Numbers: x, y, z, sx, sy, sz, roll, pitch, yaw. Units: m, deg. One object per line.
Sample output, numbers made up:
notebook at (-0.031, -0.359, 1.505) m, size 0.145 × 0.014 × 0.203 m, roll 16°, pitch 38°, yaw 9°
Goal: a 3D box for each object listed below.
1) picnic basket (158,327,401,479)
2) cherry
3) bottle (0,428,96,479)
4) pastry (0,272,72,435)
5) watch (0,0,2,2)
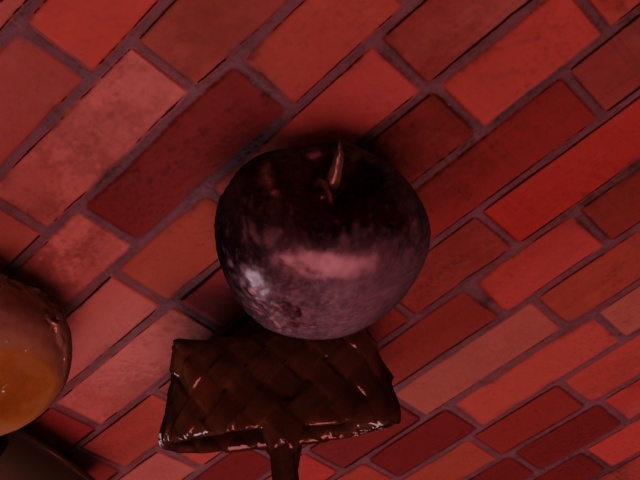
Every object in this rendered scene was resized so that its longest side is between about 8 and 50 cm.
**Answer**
picnic basket at (-0.050, 0.291, 1.223) m, size 0.337 × 0.337 × 0.293 m, roll -6°, pitch 163°, yaw -3°
cherry at (0.000, 0.000, 1.077) m, size 0.255 × 0.218 × 0.296 m, roll -3°, pitch 145°, yaw -10°
bottle at (-0.495, 0.352, 1.344) m, size 0.168 × 0.168 × 0.347 m, roll -29°, pitch 126°, yaw 16°
pastry at (-0.457, 0.152, 1.168) m, size 0.264 × 0.133 × 0.265 m, roll -16°, pitch 143°, yaw -12°
watch at (-0.357, -0.342, 0.818) m, size 0.165 × 0.102 × 0.268 m, roll -36°, pitch 118°, yaw 13°
